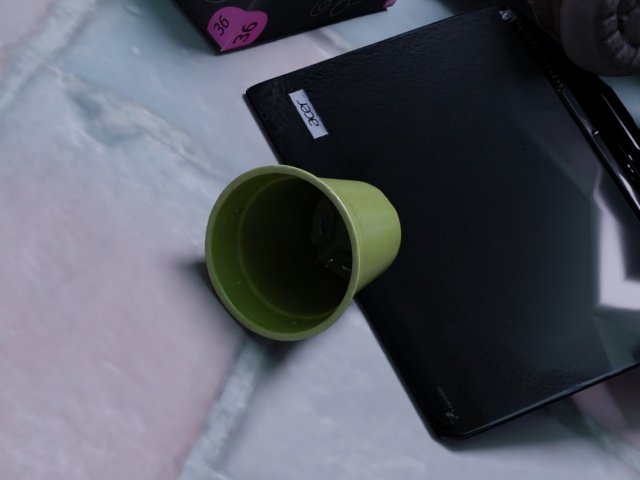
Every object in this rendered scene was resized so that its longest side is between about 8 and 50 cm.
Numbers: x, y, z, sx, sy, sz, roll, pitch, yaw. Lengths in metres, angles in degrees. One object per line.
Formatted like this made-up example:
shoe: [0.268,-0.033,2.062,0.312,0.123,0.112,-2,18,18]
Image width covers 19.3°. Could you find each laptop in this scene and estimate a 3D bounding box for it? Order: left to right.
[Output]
laptop: [0.122,-0.001,1.052,0.264,0.136,0.234,24,33,-59]

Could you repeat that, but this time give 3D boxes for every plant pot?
plant pot: [0.000,0.000,0.910,0.083,0.083,0.079,49,28,13]

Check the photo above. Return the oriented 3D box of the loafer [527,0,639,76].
loafer: [0.216,-0.237,1.116,0.130,0.134,0.366,24,56,26]

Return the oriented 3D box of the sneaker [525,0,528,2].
sneaker: [0.117,-0.188,1.149,0.221,0.087,0.128,17,22,-24]

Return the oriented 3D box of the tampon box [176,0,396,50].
tampon box: [-0.008,-0.193,1.052,0.101,0.120,0.161,49,40,15]
